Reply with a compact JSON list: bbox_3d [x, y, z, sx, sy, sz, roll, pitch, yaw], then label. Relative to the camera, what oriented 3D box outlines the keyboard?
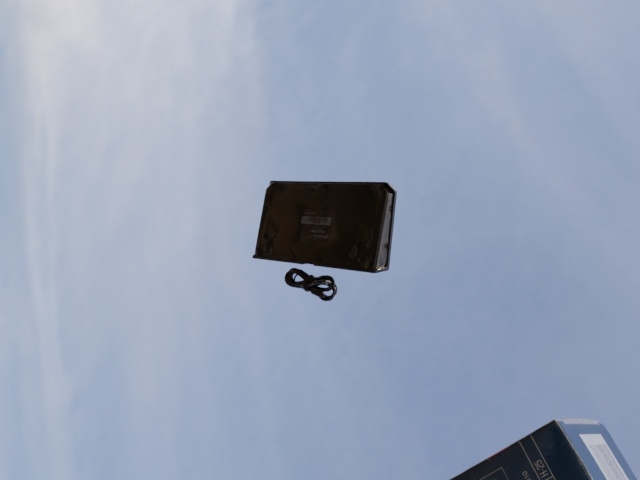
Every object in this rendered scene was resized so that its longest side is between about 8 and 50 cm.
[{"bbox_3d":[0.000,0.000,0.857,0.180,0.023,0.108,5,-97,52],"label":"keyboard"}]

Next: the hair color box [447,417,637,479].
[{"bbox_3d":[0.111,0.287,0.843,0.347,0.174,0.105,-35,-115,17],"label":"hair color box"}]
